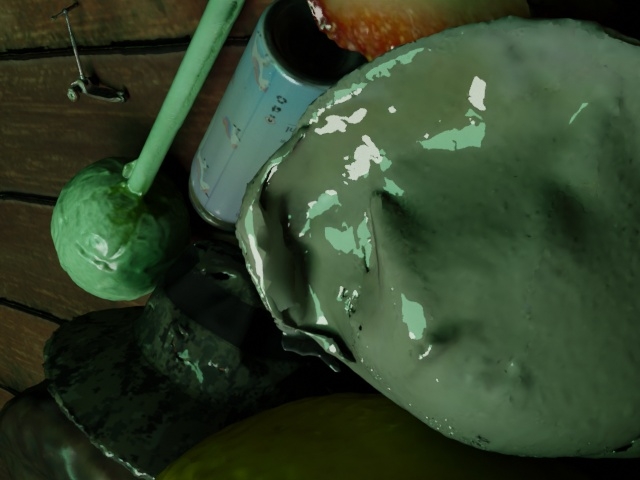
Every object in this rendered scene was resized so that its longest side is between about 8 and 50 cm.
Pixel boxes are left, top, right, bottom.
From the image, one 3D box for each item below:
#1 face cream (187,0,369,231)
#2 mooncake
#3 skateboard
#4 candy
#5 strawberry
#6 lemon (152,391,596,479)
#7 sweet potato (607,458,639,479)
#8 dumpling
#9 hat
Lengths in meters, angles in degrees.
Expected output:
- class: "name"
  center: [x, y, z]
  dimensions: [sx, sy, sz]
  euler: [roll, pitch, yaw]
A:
- class: "face cream"
  center: [-0.039, -0.072, 0.816]
  dimensions: [0.075, 0.075, 0.229]
  euler: [53, 148, 11]
- class: "mooncake"
  center: [-0.207, 0.251, 1.250]
  dimensions: [0.290, 0.161, 0.290]
  euler: [35, 143, 32]
- class: "skateboard"
  center: [-0.198, -0.158, 1.018]
  dimensions: [0.064, 0.032, 0.083]
  euler: [15, 131, 36]
- class: "candy"
  center: [-0.115, -0.095, 0.899]
  dimensions: [0.119, 0.119, 0.440]
  euler: [50, 141, 14]
- class: "strawberry"
  center: [0.058, -0.162, 0.591]
  dimensions: [0.208, 0.087, 0.167]
  euler: [19, 147, 57]
- class: "lemon"
  center: [0.030, 0.258, 0.644]
  dimensions: [0.387, 0.350, 0.349]
  euler: [-13, 105, 52]
- class: "sweet potato"
  center: [0.231, 0.163, 0.598]
  dimensions: [0.310, 0.098, 0.124]
  euler: [-139, 58, -63]
- class: "dumpling"
  center: [0.108, -0.003, 0.583]
  dimensions: [0.163, 0.293, 0.204]
  euler: [-84, 7, -79]
- class: "hat"
  center: [-0.065, 0.072, 0.885]
  dimensions: [0.265, 0.265, 0.128]
  euler: [37, 110, 32]
